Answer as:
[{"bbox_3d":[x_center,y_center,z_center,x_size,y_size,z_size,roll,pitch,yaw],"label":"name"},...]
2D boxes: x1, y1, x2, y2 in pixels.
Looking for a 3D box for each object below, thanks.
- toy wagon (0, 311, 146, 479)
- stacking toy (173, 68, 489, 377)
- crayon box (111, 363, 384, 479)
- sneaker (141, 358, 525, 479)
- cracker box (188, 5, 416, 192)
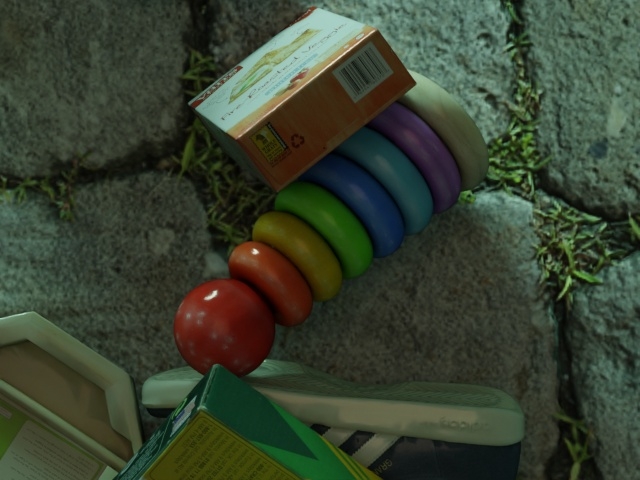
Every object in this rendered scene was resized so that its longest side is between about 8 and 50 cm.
[{"bbox_3d":[-0.317,0.236,1.832,0.267,0.068,0.344,33,84,7],"label":"toy wagon"},{"bbox_3d":[0.000,0.000,1.790,0.141,0.141,0.330,41,72,8],"label":"stacking toy"},{"bbox_3d":[-0.027,0.276,1.735,0.318,0.081,0.202,37,117,-11],"label":"crayon box"},{"bbox_3d":[0.004,0.197,1.803,0.350,0.131,0.148,7,100,12],"label":"sneaker"},{"bbox_3d":[-0.022,-0.132,1.798,0.156,0.232,0.067,-39,107,-5],"label":"cracker box"}]
